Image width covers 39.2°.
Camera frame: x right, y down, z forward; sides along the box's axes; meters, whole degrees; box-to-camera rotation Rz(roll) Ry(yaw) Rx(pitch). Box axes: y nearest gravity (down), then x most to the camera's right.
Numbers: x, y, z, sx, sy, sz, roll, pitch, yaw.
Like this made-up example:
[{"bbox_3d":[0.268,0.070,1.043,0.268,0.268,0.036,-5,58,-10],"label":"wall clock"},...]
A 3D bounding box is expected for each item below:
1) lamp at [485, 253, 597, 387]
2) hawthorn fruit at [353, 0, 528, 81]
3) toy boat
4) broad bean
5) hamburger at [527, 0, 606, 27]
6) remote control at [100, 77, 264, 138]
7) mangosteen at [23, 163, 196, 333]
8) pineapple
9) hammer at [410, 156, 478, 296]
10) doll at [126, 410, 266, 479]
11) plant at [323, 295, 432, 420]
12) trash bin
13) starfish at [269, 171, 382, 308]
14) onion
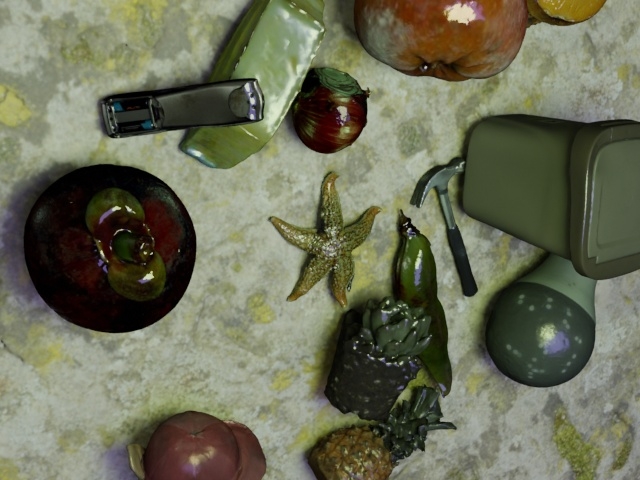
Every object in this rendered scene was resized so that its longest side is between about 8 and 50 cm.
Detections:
[{"bbox_3d":[0.392,0.094,1.506,0.182,0.182,0.314,28,84,-32],"label":"lamp"},{"bbox_3d":[0.176,-0.326,1.205,0.263,0.231,0.235,-50,133,2],"label":"hawthorn fruit"},{"bbox_3d":[-0.082,-0.217,1.193,0.111,0.084,0.276,30,92,-28],"label":"toy boat"},{"bbox_3d":[0.163,0.109,1.448,0.077,0.061,0.339,-33,122,-37],"label":"broad bean"},{"bbox_3d":[0.339,-0.402,1.331,0.182,0.118,0.191,27,90,-29],"label":"hamburger"},{"bbox_3d":[-0.174,-0.166,1.132,0.212,0.028,0.059,-6,103,12],"label":"remote control"},{"bbox_3d":[-0.251,0.017,1.114,0.216,0.216,0.216,-9,111,-25],"label":"mangosteen"},{"bbox_3d":[0.103,0.329,1.467,0.248,0.128,0.128,-29,118,-22],"label":"pineapple"},{"bbox_3d":[0.213,-0.007,1.457,0.103,0.029,0.246,-28,119,-17],"label":"hammer"},{"bbox_3d":[-0.182,0.359,1.301,0.196,0.152,0.256,-17,123,-39],"label":"doll"},{"bbox_3d":[0.087,0.170,1.380,0.129,0.132,0.194,21,111,-9],"label":"plant"},{"bbox_3d":[0.365,-0.084,1.362,0.219,0.250,0.219,-8,110,-38],"label":"trash bin"},{"bbox_3d":[0.000,0.000,1.340,0.176,0.053,0.208,17,93,-21],"label":"starfish"},{"bbox_3d":[0.013,-0.174,1.242,0.118,0.117,0.119,-2,121,-4],"label":"onion"}]
